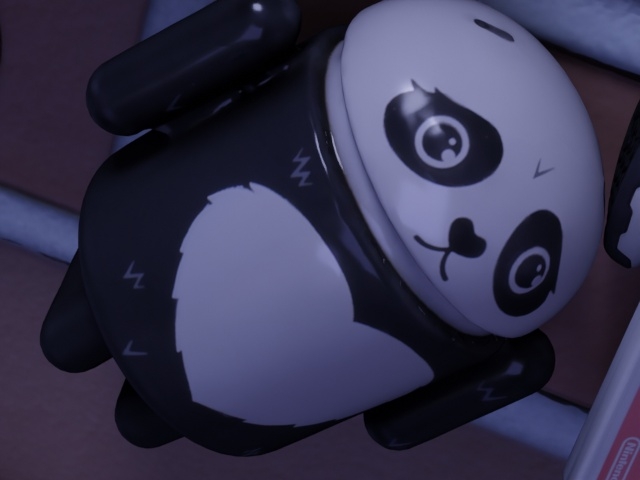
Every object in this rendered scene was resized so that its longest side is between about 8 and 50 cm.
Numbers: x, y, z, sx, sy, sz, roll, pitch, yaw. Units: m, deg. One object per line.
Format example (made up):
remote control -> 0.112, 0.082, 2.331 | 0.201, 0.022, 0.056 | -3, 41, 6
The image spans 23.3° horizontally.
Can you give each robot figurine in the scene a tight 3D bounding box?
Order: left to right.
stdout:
robot figurine -> -0.001, 0.000, 0.735 | 0.278, 0.209, 0.174 | -27, 66, 26

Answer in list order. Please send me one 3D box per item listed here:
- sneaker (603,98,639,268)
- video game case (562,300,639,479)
sneaker -> 0.207, -0.071, 0.691 | 0.097, 0.084, 0.235 | 26, 120, 1
video game case -> 0.281, 0.070, 0.728 | 0.285, 0.025, 0.204 | 13, 121, -8
